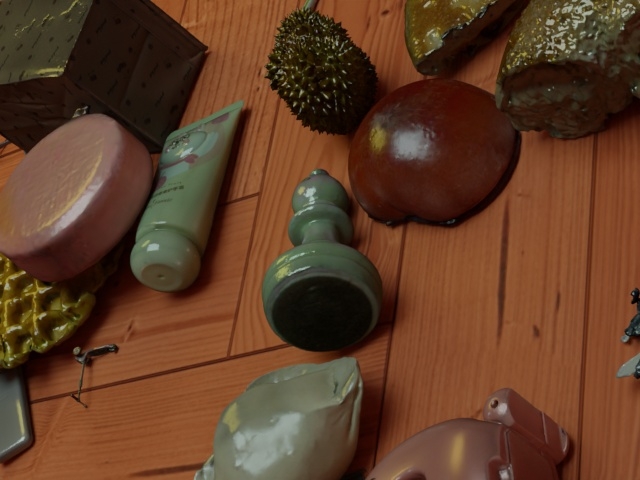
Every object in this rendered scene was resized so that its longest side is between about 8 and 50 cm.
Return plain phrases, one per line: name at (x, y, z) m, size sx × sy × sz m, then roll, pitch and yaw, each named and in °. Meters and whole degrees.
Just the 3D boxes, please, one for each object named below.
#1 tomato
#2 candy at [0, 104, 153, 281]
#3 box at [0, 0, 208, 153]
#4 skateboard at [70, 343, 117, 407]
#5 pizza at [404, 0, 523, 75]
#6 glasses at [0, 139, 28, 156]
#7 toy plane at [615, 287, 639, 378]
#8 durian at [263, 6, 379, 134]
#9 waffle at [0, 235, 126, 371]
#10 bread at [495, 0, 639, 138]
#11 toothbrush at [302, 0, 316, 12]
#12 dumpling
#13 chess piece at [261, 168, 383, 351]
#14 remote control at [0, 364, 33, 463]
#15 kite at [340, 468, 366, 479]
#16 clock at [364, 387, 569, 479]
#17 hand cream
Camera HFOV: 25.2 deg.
tomato at (0.118, -0.124, 1.696) m, size 0.228 × 0.112 × 0.199 m, roll -2°, pitch 58°, yaw 39°
candy at (-0.340, -0.066, 1.972) m, size 0.255 × 0.094 × 0.255 m, roll -27°, pitch 40°, yaw 25°
box at (-0.367, -0.251, 2.152) m, size 0.297 × 0.225 × 0.190 m, roll -5°, pitch 59°, yaw 41°
skateboard at (-0.305, 0.179, 1.918) m, size 0.064 × 0.032 × 0.083 m, roll -15°, pitch 48°, yaw 22°
pizza at (0.195, -0.291, 1.785) m, size 0.194 × 0.069 × 0.154 m, roll -19°, pitch 49°, yaw 24°
glasses at (-0.500, -0.189, 2.355) m, size 0.140 × 0.062 × 0.104 m, roll -55°, pitch 41°, yaw -4°
toy plane at (0.351, 0.051, 1.368) m, size 0.234 × 0.082 × 0.160 m, roll -63°, pitch 15°, yaw -15°
durian at (0.003, -0.208, 1.823) m, size 0.137 × 0.168 × 0.158 m, roll -20°, pitch 31°, yaw 22°
waffle at (-0.427, 0.057, 2.066) m, size 0.325 × 0.068 × 0.302 m, roll 17°, pitch 65°, yaw 42°
bread at (0.335, -0.229, 1.525) m, size 0.314 × 0.171 × 0.192 m, roll 0°, pitch 64°, yaw 42°
toothbrush at (0.006, -0.401, 2.074) m, size 0.022 × 0.026 × 0.263 m, roll 0°, pitch 60°, yaw 50°
dumpling at (-0.048, 0.221, 1.560) m, size 0.250 × 0.132 × 0.162 m, roll -48°, pitch 33°, yaw -6°
chess piece at (0.000, 0.000, 1.715) m, size 0.139 × 0.139 × 0.271 m, roll -32°, pitch 31°, yaw 21°
remote control at (-0.448, 0.205, 2.030) m, size 0.067 × 0.029 × 0.261 m, roll -32°, pitch 44°, yaw 10°
kite at (-0.045, 0.385, 1.527) m, size 0.314 × 0.011 × 0.335 m, roll 19°, pitch 75°, yaw 49°
clock at (0.114, 0.280, 1.365) m, size 0.241 × 0.142 × 0.227 m, roll -28°, pitch 44°, yaw 30°
hand cream at (-0.184, -0.064, 1.958) m, size 0.147 × 0.093 × 0.305 m, roll -22°, pitch 38°, yaw 31°
